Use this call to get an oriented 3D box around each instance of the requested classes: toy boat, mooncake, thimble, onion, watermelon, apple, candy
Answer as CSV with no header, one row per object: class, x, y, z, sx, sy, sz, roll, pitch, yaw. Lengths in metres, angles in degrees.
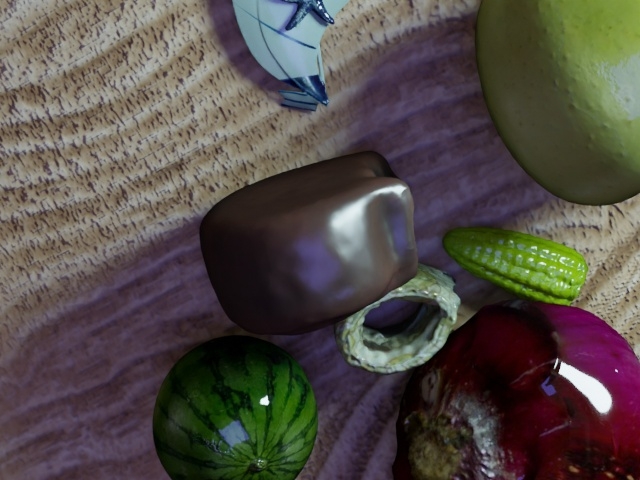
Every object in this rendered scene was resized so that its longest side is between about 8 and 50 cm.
toy boat,-0.024,-0.332,1.480,0.210,0.070,0.291,-29,106,10
mooncake,0.000,0.000,1.436,0.334,0.326,0.174,-23,103,-30
thimble,0.111,0.104,1.543,0.191,0.143,0.137,-16,102,2
onion,0.338,0.297,1.514,0.420,0.398,0.398,23,103,-34
watermelon,-0.119,0.254,1.525,0.242,0.242,0.242,0,103,-1
apple,0.376,-0.229,1.375,0.357,0.357,0.357,0,103,-1
candy,0.276,0.030,1.560,0.210,0.097,0.096,19,102,0
